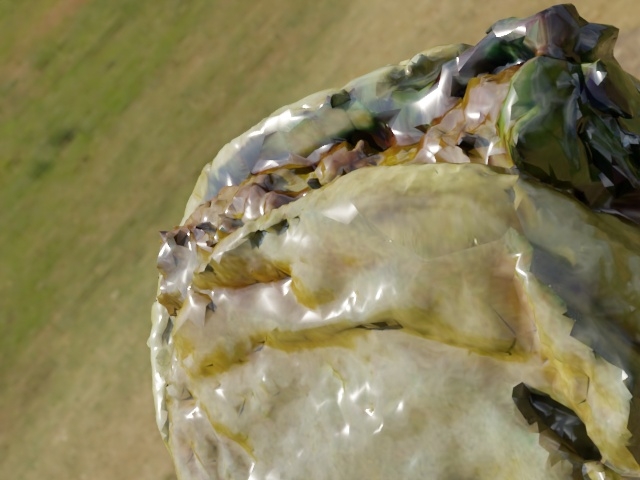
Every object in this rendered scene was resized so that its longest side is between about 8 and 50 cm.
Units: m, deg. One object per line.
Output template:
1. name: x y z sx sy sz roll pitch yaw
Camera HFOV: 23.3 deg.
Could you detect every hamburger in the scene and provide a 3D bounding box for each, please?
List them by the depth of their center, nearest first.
1. hamburger: 0.047 0.052 0.415 0.183 0.206 0.130 -27 -6 38
